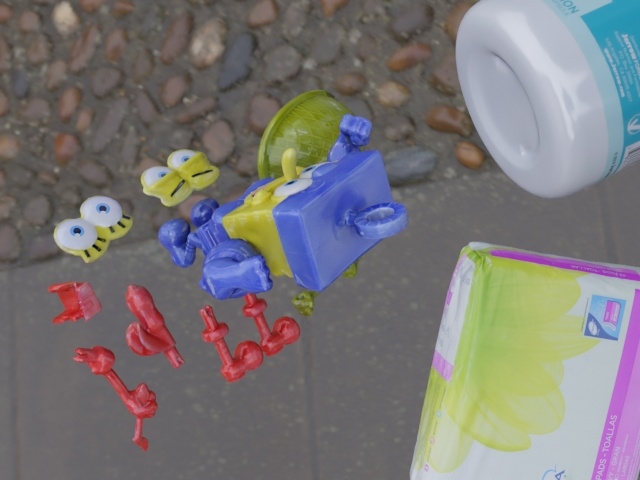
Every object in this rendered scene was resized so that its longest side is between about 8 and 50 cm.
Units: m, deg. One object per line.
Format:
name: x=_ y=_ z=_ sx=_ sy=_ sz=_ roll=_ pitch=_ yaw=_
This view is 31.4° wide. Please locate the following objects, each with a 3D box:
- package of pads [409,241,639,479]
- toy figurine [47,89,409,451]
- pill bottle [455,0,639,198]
package of pads: x=0.226 y=0.161 z=1.185 sx=0.229 sy=0.101 sz=0.297 roll=9 pitch=100 yaw=-6
toy figurine: x=0.000 y=0.000 z=0.876 sx=0.217 sy=0.362 sz=0.191 roll=-7 pitch=110 yaw=43
pill bottle: x=0.238 y=-0.143 z=0.791 sx=0.264 sy=0.146 sz=0.146 roll=-25 pitch=68 yaw=-13
